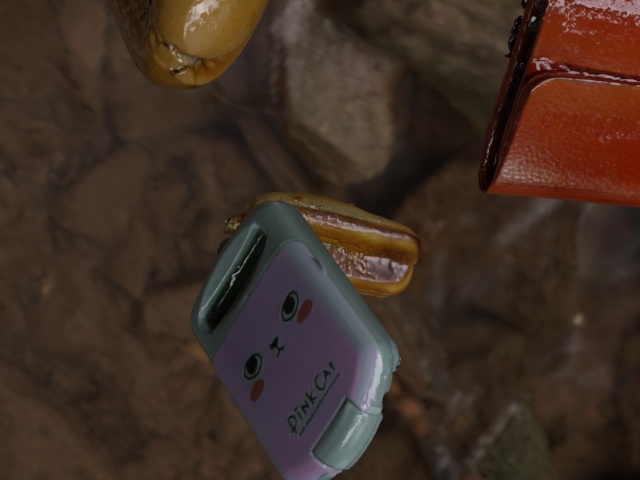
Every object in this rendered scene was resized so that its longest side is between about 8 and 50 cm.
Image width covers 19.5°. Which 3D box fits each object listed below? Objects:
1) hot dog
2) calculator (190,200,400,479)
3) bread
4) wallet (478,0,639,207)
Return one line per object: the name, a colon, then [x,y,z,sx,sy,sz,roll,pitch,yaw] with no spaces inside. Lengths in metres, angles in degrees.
hot dog: [0.000,0.000,2.122,0.250,0.076,0.104,11,105,-27]
calculator: [-0.023,0.075,1.420,0.045,0.246,0.141,13,120,-39]
bread: [-0.061,-0.153,0.843,0.077,0.189,0.114,2,150,-34]
wallet: [0.200,-0.075,1.021,0.204,0.045,0.142,6,126,-12]
